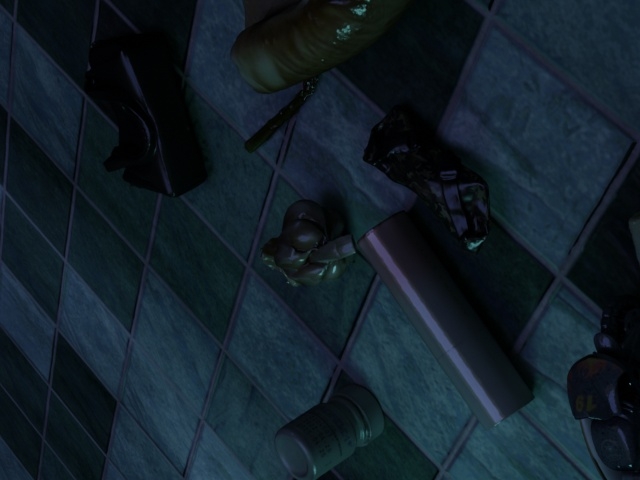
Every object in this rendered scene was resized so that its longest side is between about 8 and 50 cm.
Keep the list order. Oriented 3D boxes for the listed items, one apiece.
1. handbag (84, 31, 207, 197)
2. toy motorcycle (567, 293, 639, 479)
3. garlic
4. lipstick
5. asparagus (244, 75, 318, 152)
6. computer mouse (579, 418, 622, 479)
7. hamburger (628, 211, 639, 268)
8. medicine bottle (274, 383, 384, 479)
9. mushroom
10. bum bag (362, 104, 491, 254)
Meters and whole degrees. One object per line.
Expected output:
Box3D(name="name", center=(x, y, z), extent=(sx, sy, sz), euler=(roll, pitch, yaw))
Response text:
Box3D(name="handbag", center=(-0.325, -0.219, 2.087), extent=(0.257, 0.113, 0.285), euler=(10, 121, 56))
Box3D(name="toy motorcycle", center=(0.387, 0.226, 1.437), extent=(0.108, 0.173, 0.307), euler=(-14, 100, 52))
Box3D(name="garlic", center=(0.000, 0.000, 1.798), extent=(0.131, 0.127, 0.194), euler=(49, 156, -10))
Box3D(name="lipstick", center=(0.178, 0.113, 1.693), extent=(0.327, 0.087, 0.087), euler=(56, 144, 9))
Box3D(name="asparagus", center=(-0.060, -0.196, 1.841), extent=(0.248, 0.025, 0.024), euler=(-38, 39, 54))
Box3D(name="computer mouse", center=(0.383, 0.258, 1.529), extent=(0.045, 0.102, 0.199), euler=(-19, 99, 38))
Box3D(name="hamburger", center=(0.413, 0.011, 1.371), extent=(0.084, 0.054, 0.121), euler=(9, 122, 44))
Box3D(name="medicine bottle", center=(0.014, 0.320, 1.962), extent=(0.105, 0.168, 0.105), euler=(30, 134, 37))
Box3D(name="mushroom", center=(0.018, -0.345, 1.523), extent=(0.313, 0.224, 0.397), euler=(26, 140, 20))
Box3D(name="bum bag", center=(0.150, -0.090, 1.612), extent=(0.248, 0.069, 0.102), euler=(43, 116, 28))
